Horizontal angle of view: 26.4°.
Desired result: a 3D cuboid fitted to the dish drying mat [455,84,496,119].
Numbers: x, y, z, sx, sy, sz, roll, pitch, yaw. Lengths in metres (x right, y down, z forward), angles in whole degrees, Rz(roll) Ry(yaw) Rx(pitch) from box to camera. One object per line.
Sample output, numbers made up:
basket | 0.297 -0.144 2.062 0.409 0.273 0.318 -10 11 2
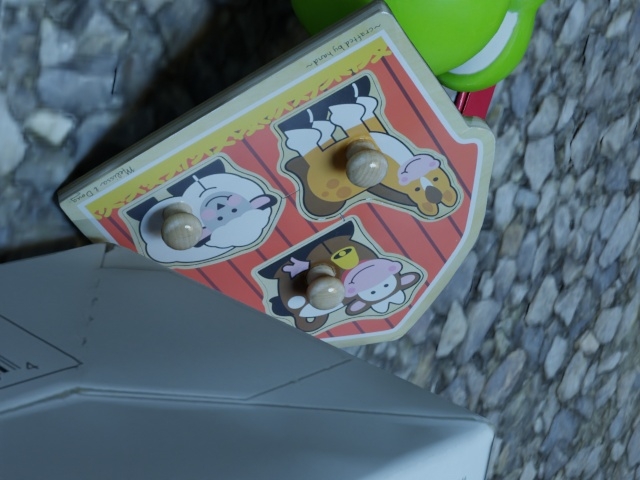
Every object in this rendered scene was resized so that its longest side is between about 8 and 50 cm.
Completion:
dish drying mat | 0.094 -0.085 0.827 0.032 0.008 0.083 7 102 -53

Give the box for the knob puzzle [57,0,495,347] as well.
knob puzzle | 0.000 0.000 0.651 0.213 0.030 0.213 -10 135 -10

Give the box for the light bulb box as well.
light bulb box | -0.151 0.227 0.488 0.358 0.225 0.361 -13 118 -47

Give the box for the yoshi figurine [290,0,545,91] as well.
yoshi figurine | 0.086 -0.205 0.593 0.203 0.204 0.362 3 132 -18
